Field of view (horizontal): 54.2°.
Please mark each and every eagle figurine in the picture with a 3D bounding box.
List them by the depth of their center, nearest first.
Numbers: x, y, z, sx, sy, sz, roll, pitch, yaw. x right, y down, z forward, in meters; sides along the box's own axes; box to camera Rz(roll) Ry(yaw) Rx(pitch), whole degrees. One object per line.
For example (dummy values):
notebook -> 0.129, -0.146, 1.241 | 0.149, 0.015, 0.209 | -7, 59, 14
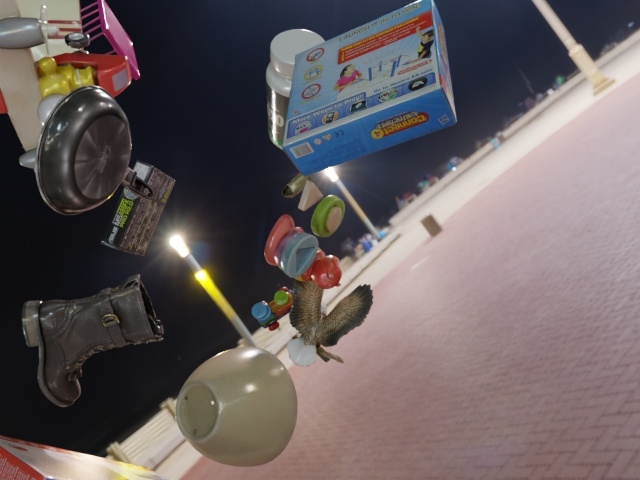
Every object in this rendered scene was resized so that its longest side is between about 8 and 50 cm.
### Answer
eagle figurine -> 0.006, 0.244, 2.008 | 0.226, 0.225, 0.298 | 3, -54, -31

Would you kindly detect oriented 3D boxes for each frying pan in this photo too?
frying pan -> -0.340, -0.094, 0.987 | 0.326, 0.053, 0.197 | 83, -153, -56

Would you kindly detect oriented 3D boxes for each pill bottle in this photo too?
pill bottle -> -0.071, -0.473, 2.003 | 0.204, 0.204, 0.361 | -35, -28, -25

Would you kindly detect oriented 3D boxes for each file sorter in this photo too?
file sorter -> -0.781, -0.678, 2.200 | 0.182, 0.290, 0.202 | -27, -44, 2

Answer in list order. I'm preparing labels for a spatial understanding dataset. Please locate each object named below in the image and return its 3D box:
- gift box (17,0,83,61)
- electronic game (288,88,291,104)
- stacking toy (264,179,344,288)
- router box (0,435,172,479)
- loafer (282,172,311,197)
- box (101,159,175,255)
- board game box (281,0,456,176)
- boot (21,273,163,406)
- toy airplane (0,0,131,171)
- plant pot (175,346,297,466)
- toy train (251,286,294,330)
gift box -> -0.813, -0.570, 1.779 | 0.258, 0.255, 0.276 | -4, -15, -18
electronic game -> 0.037, -0.327, 1.481 | 0.229, 0.229, 0.048 | -36, -2, 12
stacking toy -> 0.000, 0.000, 1.796 | 0.279, 0.130, 0.309 | -61, -29, 0
router box -> -0.357, 0.409, 0.998 | 0.301, 0.335, 0.082 | -1, 65, 46
loafer -> -0.085, -0.194, 2.229 | 0.050, 0.056, 0.148 | -31, -10, -48
box -> -0.555, -0.094, 1.924 | 0.216, 0.060, 0.270 | 50, -118, -83
board game box -> 0.090, -0.297, 1.196 | 0.308, 0.086, 0.302 | -16, 45, 23
boot -> -0.410, 0.194, 1.169 | 0.229, 0.263, 0.091 | -8, 33, -7
toy airplane -> -0.667, -0.337, 1.451 | 0.384, 0.272, 0.386 | -51, -36, 8
plant pot -> -0.222, 0.388, 1.452 | 0.284, 0.284, 0.191 | -36, -26, 21
toy train -> -0.113, 0.195, 2.083 | 0.248, 0.105, 0.143 | -34, -17, -1
